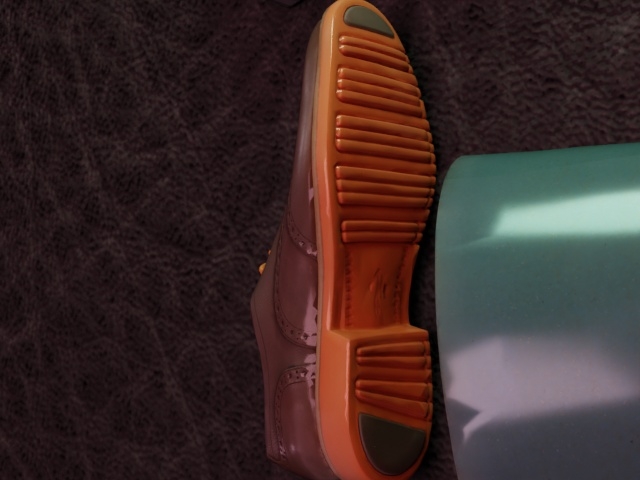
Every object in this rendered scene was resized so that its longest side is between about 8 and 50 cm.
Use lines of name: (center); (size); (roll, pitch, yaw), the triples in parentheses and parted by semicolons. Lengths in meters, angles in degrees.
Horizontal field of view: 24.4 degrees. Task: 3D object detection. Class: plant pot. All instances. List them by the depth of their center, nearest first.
plant pot: (0.219, 0.074, 0.854); (0.235, 0.293, 0.293); (-9, 78, 19)

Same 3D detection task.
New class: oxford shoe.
oxford shoe: (0.000, 0.000, 1.108); (0.133, 0.130, 0.363); (-6, 79, 42)

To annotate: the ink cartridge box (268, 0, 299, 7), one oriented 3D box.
ink cartridge box: (0.028, -0.355, 1.174); (0.275, 0.060, 0.239); (-29, 70, 29)
